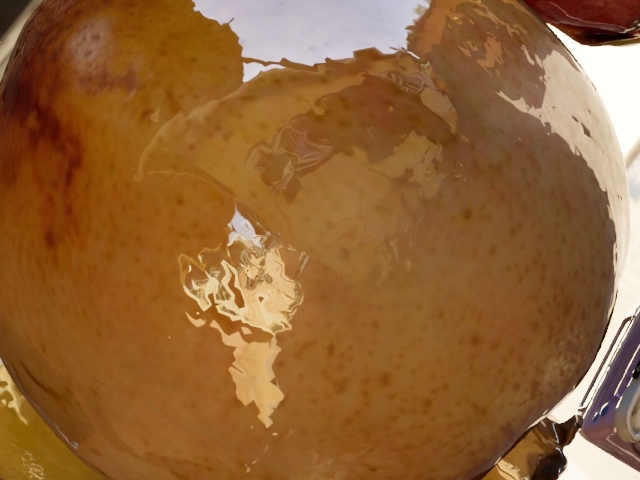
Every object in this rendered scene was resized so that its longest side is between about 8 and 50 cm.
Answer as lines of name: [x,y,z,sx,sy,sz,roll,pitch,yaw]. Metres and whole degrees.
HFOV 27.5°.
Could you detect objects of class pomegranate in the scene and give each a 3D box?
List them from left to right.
pomegranate: [0.000,0.000,0.600,0.319,0.319,0.319,-51,-5,-6]

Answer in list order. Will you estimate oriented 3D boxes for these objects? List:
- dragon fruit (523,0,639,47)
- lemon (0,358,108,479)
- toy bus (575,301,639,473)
dragon fruit: [0.219,-0.286,1.093,0.250,0.315,0.250,-27,-21,-11]
lemon: [-0.221,0.097,1.130,0.236,0.236,0.263,-42,-43,-62]
toy bus: [0.322,0.143,1.041,0.142,0.202,0.142,-60,6,-13]
